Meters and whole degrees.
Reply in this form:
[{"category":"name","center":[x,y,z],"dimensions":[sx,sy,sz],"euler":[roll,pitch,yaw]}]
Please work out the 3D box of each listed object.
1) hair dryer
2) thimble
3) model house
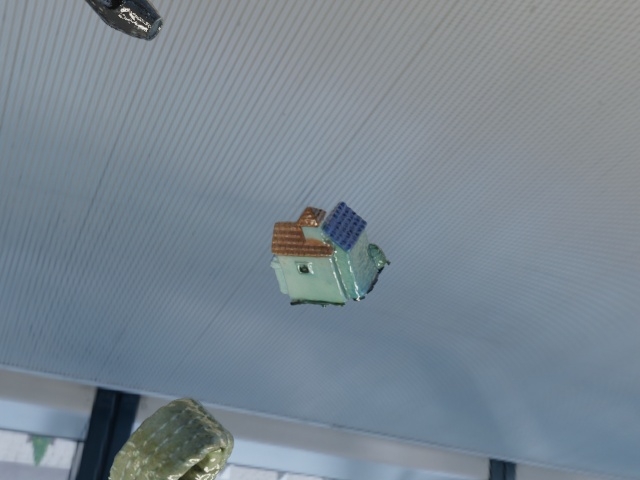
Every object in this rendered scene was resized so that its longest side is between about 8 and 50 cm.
[{"category":"hair dryer","center":[-0.340,-0.375,0.978],"dimensions":[0.196,0.219,0.075],"euler":[34,97,-3]},{"category":"thimble","center":[-0.132,0.196,0.586],"dimensions":[0.110,0.062,0.084],"euler":[-52,154,3]},{"category":"model house","center":[0.000,0.000,0.924],"dimensions":[0.148,0.119,0.148],"euler":[3,129,29]}]
